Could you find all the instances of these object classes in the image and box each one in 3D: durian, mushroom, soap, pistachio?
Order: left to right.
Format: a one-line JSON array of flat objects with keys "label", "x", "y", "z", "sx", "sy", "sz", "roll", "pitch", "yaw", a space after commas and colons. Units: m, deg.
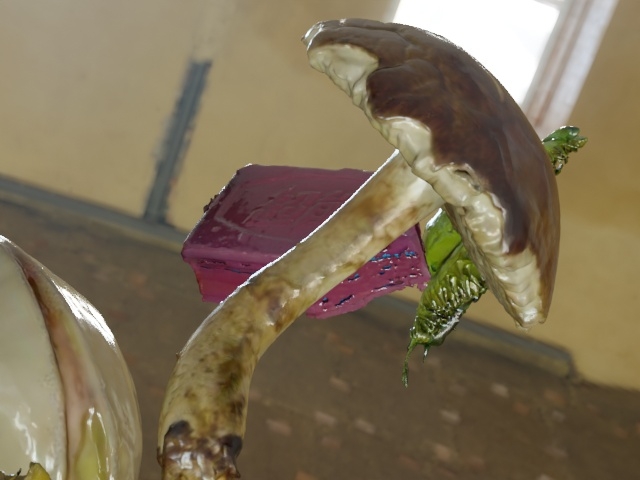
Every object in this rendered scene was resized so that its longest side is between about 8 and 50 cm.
[{"label": "pistachio", "x": -0.371, "y": 0.197, "z": 1.576, "sx": 0.281, "sy": 0.365, "sz": 0.445, "roll": -5, "pitch": -131, "yaw": -37}, {"label": "soap", "x": 0.000, "y": 0.000, "z": 1.409, "sx": 0.249, "sy": 0.099, "sz": 0.162, "roll": 4, "pitch": -139, "yaw": 28}, {"label": "mushroom", "x": 0.005, "y": -0.019, "z": 0.810, "sx": 0.301, "sy": 0.208, "sz": 0.233, "roll": -17, "pitch": -141, "yaw": -22}, {"label": "durian", "x": 0.182, "y": 0.006, "z": 1.600, "sx": 0.106, "sy": 0.375, "sz": 0.132, "roll": 28, "pitch": -168, "yaw": -38}]

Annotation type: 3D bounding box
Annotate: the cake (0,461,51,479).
[{"label": "cake", "x": -0.211, "y": 0.211, "z": 0.960, "sx": 0.079, "sy": 0.116, "sz": 0.185, "roll": 3, "pitch": 175, "yaw": 18}]
